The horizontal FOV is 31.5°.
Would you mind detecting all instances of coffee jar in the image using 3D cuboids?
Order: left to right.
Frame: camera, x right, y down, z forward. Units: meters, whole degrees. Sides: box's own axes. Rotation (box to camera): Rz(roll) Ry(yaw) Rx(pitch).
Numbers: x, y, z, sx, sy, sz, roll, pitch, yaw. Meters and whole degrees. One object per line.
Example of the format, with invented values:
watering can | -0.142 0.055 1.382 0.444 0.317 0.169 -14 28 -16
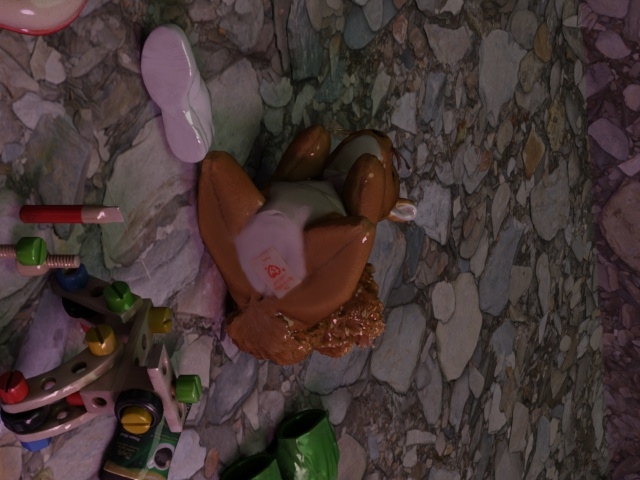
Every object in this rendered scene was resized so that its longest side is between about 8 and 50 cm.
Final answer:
coffee jar | -0.251 0.289 1.644 0.096 0.079 0.184 36 67 -57

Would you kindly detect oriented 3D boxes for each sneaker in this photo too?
sneaker | -0.193 -0.222 1.619 0.094 0.080 0.212 -59 150 -47

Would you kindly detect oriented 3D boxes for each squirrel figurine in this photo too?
squirrel figurine | 0.000 0.000 1.840 0.370 0.281 0.397 -44 147 -56

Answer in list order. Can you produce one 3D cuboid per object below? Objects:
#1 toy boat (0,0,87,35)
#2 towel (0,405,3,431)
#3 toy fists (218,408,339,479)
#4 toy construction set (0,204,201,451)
toy boat | -0.370 -0.310 1.266 0.231 0.151 0.151 15 84 -14
towel | -0.470 0.253 1.283 0.209 0.034 0.285 -69 157 -2
toy fists | -0.068 0.410 1.938 0.279 0.096 0.142 -34 115 -46
toy construction set | -0.254 0.107 1.413 0.257 0.237 0.309 -45 132 -66
